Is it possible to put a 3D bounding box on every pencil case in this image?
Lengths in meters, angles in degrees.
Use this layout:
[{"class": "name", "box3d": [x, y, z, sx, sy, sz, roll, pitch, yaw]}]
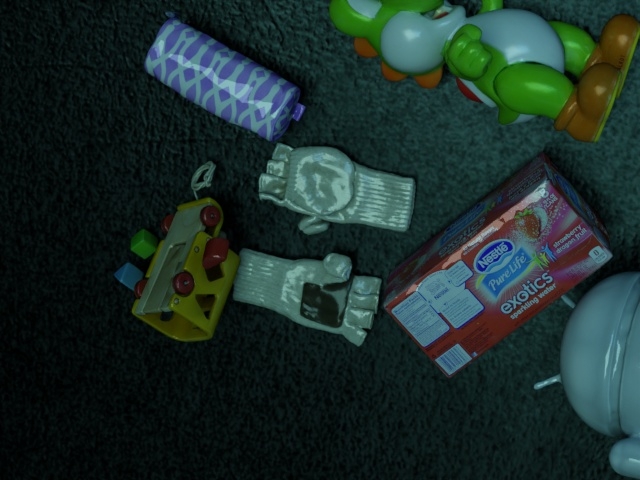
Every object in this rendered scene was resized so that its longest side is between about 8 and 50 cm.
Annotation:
[{"class": "pencil case", "box3d": [-0.124, -0.203, 1.752, 0.206, 0.088, 0.086, 32, 100, 8]}]

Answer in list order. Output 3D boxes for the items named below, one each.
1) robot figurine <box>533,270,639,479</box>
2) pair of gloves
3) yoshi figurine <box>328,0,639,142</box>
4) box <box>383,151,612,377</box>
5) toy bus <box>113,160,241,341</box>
[{"class": "robot figurine", "box3d": [0.431, 0.146, 1.604, 0.353, 0.300, 0.200, 9, 148, 25]}, {"class": "pair of gloves", "box3d": [0.000, 0.000, 1.785, 0.204, 0.042, 0.240, 20, 105, 10]}, {"class": "yoshi figurine", "box3d": [0.187, -0.263, 1.617, 0.362, 0.203, 0.203, 20, 90, 12]}, {"class": "box", "box3d": [0.213, 0.029, 1.683, 0.257, 0.122, 0.128, -39, 102, 18]}, {"class": "toy bus", "box3d": [-0.157, 0.033, 1.792, 0.202, 0.191, 0.104, -44, 123, 13]}]
